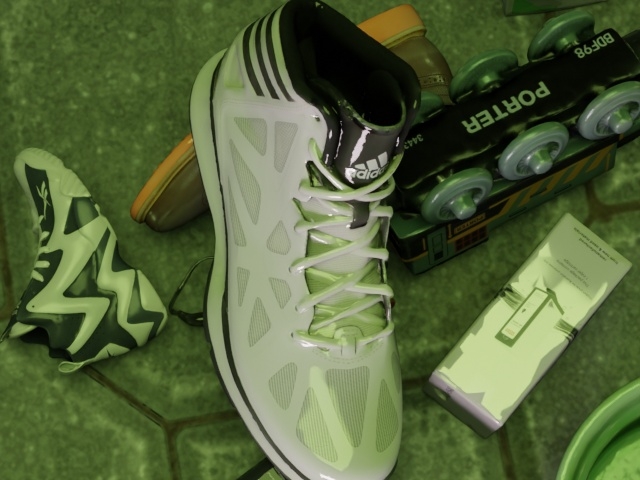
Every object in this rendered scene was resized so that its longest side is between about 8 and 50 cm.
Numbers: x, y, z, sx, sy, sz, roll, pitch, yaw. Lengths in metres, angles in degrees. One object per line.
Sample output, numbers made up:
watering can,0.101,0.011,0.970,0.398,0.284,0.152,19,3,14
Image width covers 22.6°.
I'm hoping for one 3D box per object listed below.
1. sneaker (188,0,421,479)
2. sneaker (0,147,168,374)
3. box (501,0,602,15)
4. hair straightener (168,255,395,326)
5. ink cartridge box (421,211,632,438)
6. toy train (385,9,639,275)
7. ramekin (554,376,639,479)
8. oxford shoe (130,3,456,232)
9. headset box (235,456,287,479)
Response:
sneaker,-0.001,0.000,1.401,0.169,0.257,0.448,-10,79,-21
sneaker,-0.277,0.031,1.606,0.153,0.094,0.235,-34,88,-16
box,0.236,-0.386,1.621,0.126,0.262,0.231,-9,77,-1
hair straightener,-0.043,0.043,1.632,0.230,0.047,0.089,-8,76,3
ink cartridge box,0.198,0.088,1.559,0.086,0.148,0.203,39,80,8
toy train,0.185,-0.095,1.584,0.334,0.190,0.142,-28,65,-8
ramekin,0.359,0.276,1.508,0.303,0.148,0.304,0,76,0
oxford shoe,-0.022,-0.097,1.622,0.363,0.130,0.133,-33,84,-7
headset box,-0.050,0.361,1.501,0.283,0.131,0.246,-37,79,-8
